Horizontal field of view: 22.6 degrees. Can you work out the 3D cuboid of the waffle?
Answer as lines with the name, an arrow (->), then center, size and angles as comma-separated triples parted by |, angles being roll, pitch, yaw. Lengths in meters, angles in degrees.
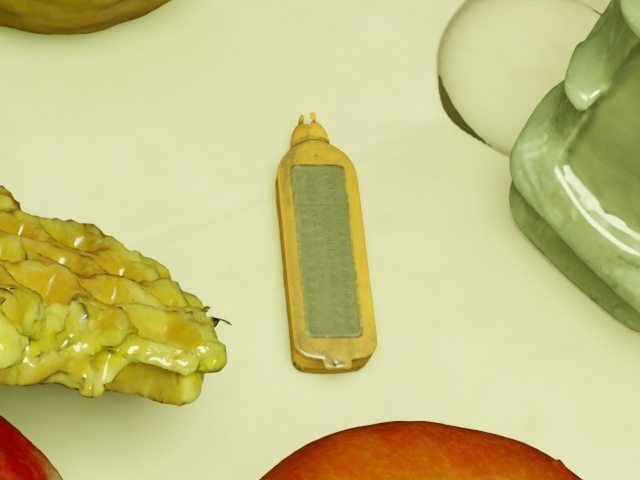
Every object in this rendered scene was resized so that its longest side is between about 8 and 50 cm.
waffle -> -0.182, 0.018, 0.791 | 0.281, 0.301, 0.058 | 22, 99, 17

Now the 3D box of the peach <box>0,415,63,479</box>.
peach -> -0.221, 0.156, 0.710 | 0.243, 0.199, 0.243 | 0, 89, 7

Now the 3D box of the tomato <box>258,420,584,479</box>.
tomato -> 0.053, 0.210, 0.730 | 0.255, 0.224, 0.256 | 6, 56, -10

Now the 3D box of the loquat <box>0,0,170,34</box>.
loquat -> -0.156, -0.219, 0.966 | 0.234, 0.176, 0.187 | 11, 71, -15

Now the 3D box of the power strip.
power strip -> 0.000, 0.000, 0.952 | 0.049, 0.028, 0.178 | 0, 61, -11

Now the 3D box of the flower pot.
flower pot -> 0.253, -0.113, 0.868 | 0.254, 0.367, 0.164 | -39, 78, -26
